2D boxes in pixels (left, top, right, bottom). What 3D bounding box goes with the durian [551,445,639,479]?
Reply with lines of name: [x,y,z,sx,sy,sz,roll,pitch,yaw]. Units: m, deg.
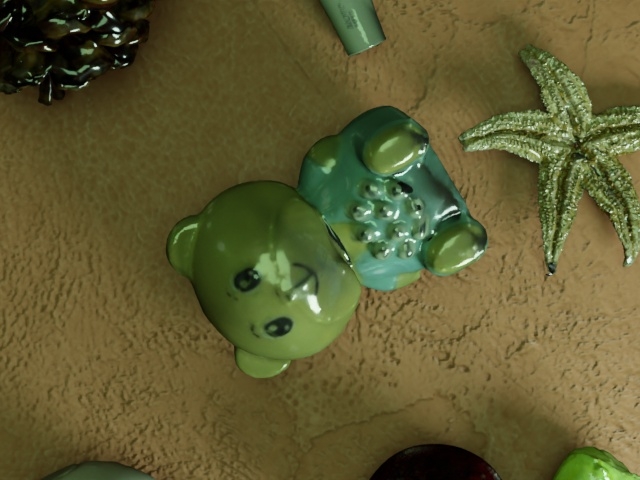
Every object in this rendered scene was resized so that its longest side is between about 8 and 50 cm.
durian: [0.267,0.319,1.450,0.139,0.101,0.250,-9,88,0]

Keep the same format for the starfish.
starfish: [0.255,-0.083,1.495,0.240,0.043,0.227,-7,90,-3]

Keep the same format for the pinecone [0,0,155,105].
pinecone: [-0.247,-0.251,1.414,0.243,0.243,0.257,0,97,1]

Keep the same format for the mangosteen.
mangosteen: [0.106,0.264,1.433,0.152,0.152,0.152,0,88,1]

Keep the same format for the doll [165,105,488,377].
doll: [0.000,0.000,1.437,0.260,0.161,0.177,-34,109,-2]

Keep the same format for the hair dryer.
hair dryer: [0.053,-0.290,1.486,0.225,0.088,0.219,-3,102,5]

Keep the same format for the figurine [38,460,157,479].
figurine: [-0.136,0.376,1.434,0.274,0.226,0.394,-32,94,-29]
